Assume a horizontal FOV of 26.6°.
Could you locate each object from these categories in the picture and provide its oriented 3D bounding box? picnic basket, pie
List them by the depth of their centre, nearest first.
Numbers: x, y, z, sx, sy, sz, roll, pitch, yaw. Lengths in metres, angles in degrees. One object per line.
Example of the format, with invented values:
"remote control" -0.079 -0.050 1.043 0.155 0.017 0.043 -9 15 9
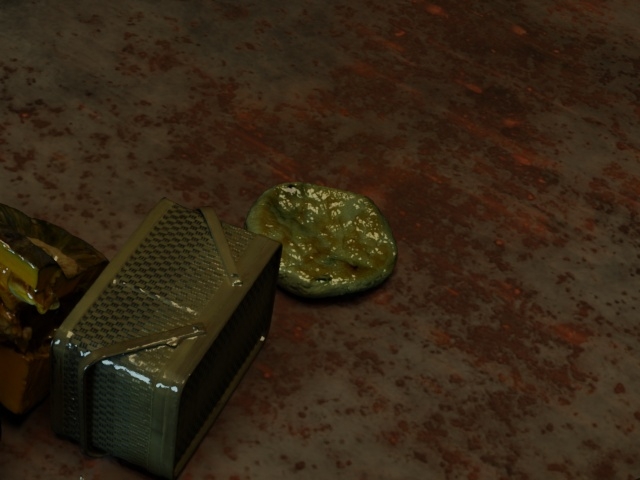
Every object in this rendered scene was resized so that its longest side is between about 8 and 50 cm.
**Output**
"picnic basket" -0.156 0.098 1.382 0.139 0.165 0.266 21 44 12
"pie" 0.000 0.000 1.603 0.187 0.041 0.187 7 44 -6

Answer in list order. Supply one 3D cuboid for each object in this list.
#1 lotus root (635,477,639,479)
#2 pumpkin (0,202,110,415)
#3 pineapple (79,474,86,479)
"lotus root" 0.385 0.321 1.339 0.204 0.078 0.183 11 50 14
"pumpkin" -0.316 0.068 1.314 0.139 0.190 0.280 32 3 9
"pineapple" -0.236 0.272 1.260 0.114 0.077 0.114 -32 52 -20
